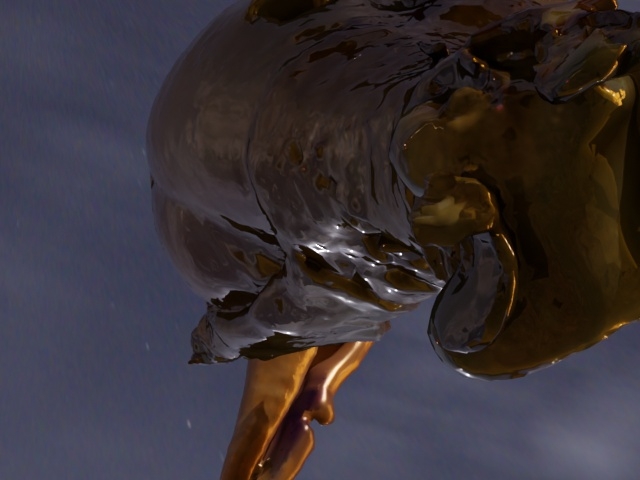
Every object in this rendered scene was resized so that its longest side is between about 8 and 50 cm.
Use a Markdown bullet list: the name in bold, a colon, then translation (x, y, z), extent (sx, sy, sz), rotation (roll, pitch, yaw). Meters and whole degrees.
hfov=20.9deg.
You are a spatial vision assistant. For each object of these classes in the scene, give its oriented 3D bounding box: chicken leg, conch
- **chicken leg**: translation (0.030, -0.024, 0.587), extent (0.201, 0.429, 0.153), rotation (-42, -79, -5)
- **conch**: translation (-0.005, -0.002, 0.864), extent (0.093, 0.109, 0.330), rotation (17, -119, 18)
